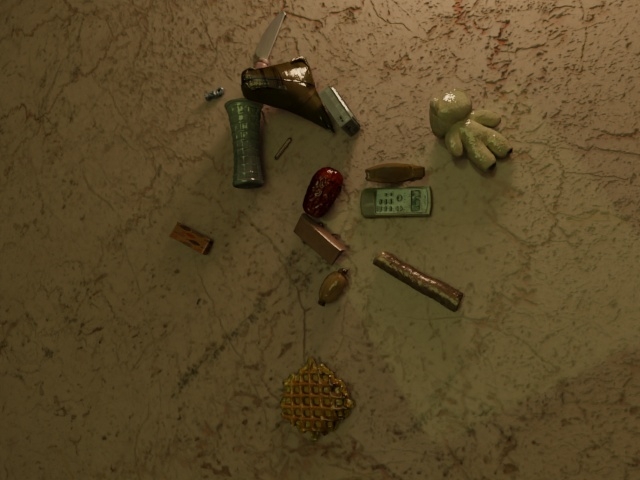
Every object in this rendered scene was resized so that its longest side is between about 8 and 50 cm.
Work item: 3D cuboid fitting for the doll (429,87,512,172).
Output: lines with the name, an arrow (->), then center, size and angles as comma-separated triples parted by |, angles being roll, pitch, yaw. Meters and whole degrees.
doll -> 0.444, -0.327, 1.480 | 0.278, 0.175, 0.149 | 50, 141, 9

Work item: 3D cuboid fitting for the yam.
yam -> 0.300, 0.123, 1.511 | 0.299, 0.066, 0.066 | 29, 96, 21

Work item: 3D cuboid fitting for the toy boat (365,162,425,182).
toy boat -> 0.234, -0.217, 1.564 | 0.206, 0.072, 0.064 | 4, 102, 32

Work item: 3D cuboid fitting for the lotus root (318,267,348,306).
lotus root -> 0.042, 0.151, 1.610 | 0.073, 0.062, 0.150 | 40, 99, 43

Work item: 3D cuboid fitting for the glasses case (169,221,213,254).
glasses case -> -0.488, -0.006, 1.843 | 0.170, 0.041, 0.065 | 25, 83, 22

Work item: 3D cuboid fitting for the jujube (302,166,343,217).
jujube -> 0.004, -0.162, 1.624 | 0.109, 0.112, 0.176 | 44, 110, 46

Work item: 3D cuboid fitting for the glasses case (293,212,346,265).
glasses case -> 0.000, 0.000, 1.647 | 0.193, 0.070, 0.102 | 41, 128, 18

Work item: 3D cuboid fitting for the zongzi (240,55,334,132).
zongzi -> -0.118, -0.464, 1.655 | 0.260, 0.123, 0.289 | -17, 81, -16

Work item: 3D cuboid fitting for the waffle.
waffle -> -0.023, 0.529, 1.611 | 0.243, 0.058, 0.238 | 39, 102, 22

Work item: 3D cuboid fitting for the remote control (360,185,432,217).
remote control -> 0.243, -0.124, 1.570 | 0.233, 0.038, 0.098 | 0, 86, 20

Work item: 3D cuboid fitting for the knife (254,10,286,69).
knife -> -0.208, -0.697, 1.808 | 0.081, 0.043, 0.336 | 17, 85, 28

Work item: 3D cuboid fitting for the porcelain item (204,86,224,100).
porcelain item -> -0.406, -0.565, 1.868 | 0.083, 0.028, 0.036 | -21, 75, 17

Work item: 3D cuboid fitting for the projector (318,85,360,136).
projector -> 0.069, -0.433, 1.624 | 0.061, 0.115, 0.147 | -35, 74, 13

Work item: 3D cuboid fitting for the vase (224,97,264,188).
vase -> -0.265, -0.341, 1.739 | 0.143, 0.143, 0.299 | -6, 86, 21

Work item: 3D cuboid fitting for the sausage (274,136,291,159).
sausage -> -0.135, -0.331, 1.748 | 0.015, 0.015, 0.100 | 41, 100, 19
